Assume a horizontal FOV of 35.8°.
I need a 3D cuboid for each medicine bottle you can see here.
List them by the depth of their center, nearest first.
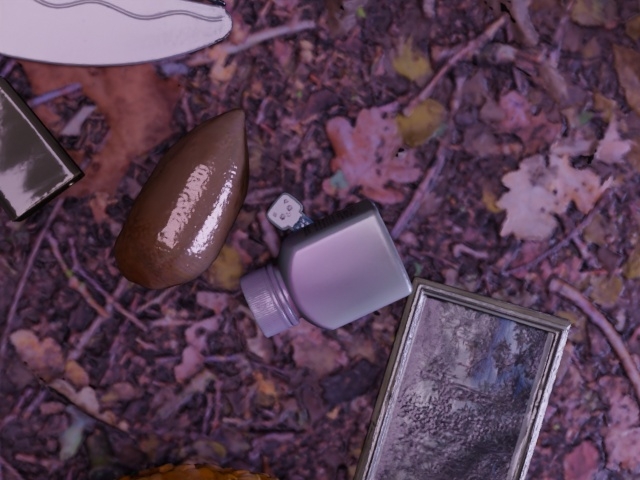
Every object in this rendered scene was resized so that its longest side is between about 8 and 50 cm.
[{"bbox_3d":[0.002,0.027,0.753,0.118,0.055,0.074,-26,106,2],"label":"medicine bottle"}]

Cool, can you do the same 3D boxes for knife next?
[{"bbox_3d":[-0.232,-0.177,0.723,0.336,0.043,0.081,12,96,-12],"label":"knife"},{"bbox_3d":[0.000,0.000,0.781,0.096,0.010,0.027,39,88,-9],"label":"knife"}]

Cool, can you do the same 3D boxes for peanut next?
[{"bbox_3d":[-0.096,-0.032,0.732,0.076,0.076,0.152,32,83,-9],"label":"peanut"}]

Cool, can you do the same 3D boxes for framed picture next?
[{"bbox_3d":[0.117,0.134,0.806,0.142,0.011,0.183,17,90,-9],"label":"framed picture"}]

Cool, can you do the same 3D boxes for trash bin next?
[{"bbox_3d":[-0.226,-0.068,0.728,0.061,0.043,0.092,-36,94,-6],"label":"trash bin"}]

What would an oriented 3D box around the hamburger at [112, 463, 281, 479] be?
[{"bbox_3d":[-0.080,0.320,0.663,0.330,0.250,0.329,0,89,-10],"label":"hamburger"}]
